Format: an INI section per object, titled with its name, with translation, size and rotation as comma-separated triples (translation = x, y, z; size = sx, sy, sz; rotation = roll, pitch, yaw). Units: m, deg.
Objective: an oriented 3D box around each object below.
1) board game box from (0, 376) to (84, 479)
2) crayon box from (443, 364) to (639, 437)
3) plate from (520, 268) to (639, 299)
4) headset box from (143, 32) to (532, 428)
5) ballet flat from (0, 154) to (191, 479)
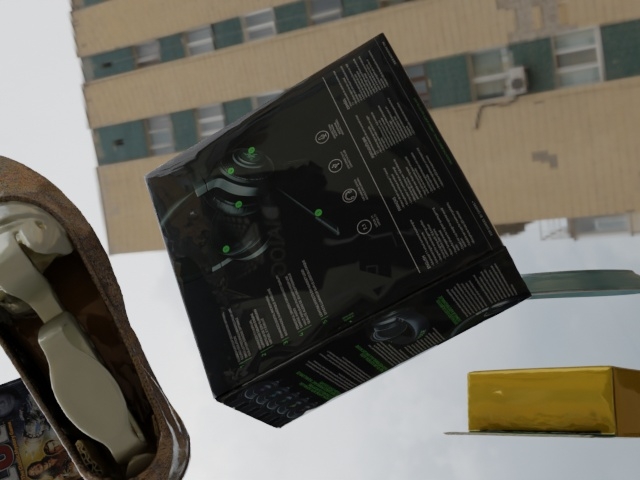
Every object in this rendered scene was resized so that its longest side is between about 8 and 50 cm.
[board game box]
translation = -0.327, 0.279, 1.022
size = 0.042, 0.165, 0.243
rotation = 77, 172, -67
[crayon box]
translation = 0.332, 0.208, 1.066
size = 0.323, 0.203, 0.083
rotation = 12, -106, -43
[plate]
translation = 0.245, 0.045, 0.839
size = 0.188, 0.188, 0.024
rotation = 6, -100, -57
[headset box]
translation = 0.000, 0.000, 0.762
size = 0.131, 0.283, 0.246
rotation = 45, -162, -58
[ballet flat]
translation = -0.195, 0.054, 0.627
size = 0.316, 0.107, 0.106
rotation = 53, 173, 8
